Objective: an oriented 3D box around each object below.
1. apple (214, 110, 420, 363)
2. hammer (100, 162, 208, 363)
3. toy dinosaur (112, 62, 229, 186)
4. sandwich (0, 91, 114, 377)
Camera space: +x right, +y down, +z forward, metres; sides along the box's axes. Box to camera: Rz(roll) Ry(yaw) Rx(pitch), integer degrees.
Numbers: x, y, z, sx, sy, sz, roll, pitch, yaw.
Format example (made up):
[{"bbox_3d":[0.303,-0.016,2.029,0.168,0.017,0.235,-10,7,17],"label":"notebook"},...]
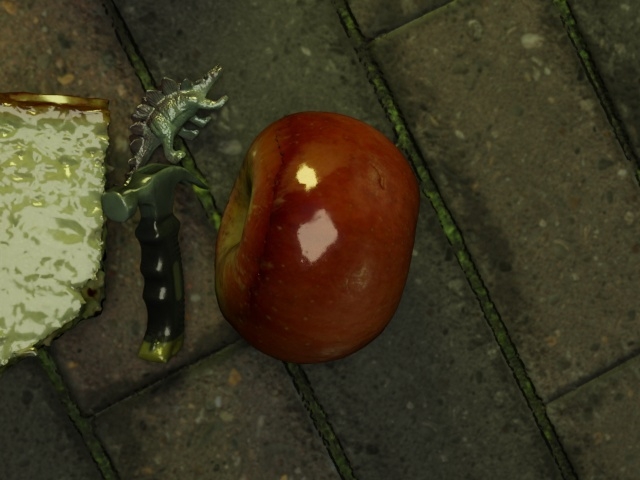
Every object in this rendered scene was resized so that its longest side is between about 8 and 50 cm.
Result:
[{"bbox_3d":[0.000,0.000,1.134,0.206,0.251,0.272,15,77,-13],"label":"apple"},{"bbox_3d":[-0.182,0.024,1.182,0.041,0.158,0.227,9,113,25],"label":"hammer"},{"bbox_3d":[-0.185,-0.128,1.210,0.082,0.039,0.209,36,89,-7],"label":"toy dinosaur"},{"bbox_3d":[-0.364,-0.003,1.148,0.262,0.131,0.326,3,89,-9],"label":"sandwich"}]
